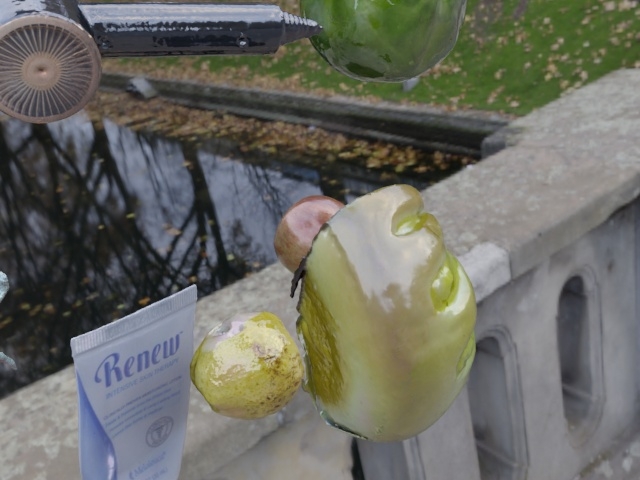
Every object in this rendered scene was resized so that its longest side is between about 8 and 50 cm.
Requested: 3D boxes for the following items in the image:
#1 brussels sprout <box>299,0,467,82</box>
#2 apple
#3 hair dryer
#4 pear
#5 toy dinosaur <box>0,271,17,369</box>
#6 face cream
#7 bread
[{"bbox_3d":[0.110,-0.443,1.275,0.282,0.354,0.289,-4,-19,44],"label":"brussels sprout"},{"bbox_3d":[0.000,0.000,1.580,0.174,0.188,0.188,37,46,19],"label":"apple"},{"bbox_3d":[-0.165,-0.218,0.736,0.352,0.107,0.189,-8,44,-27],"label":"hair dryer"},{"bbox_3d":[-0.114,0.192,1.116,0.178,0.178,0.178,-10,25,5],"label":"pear"},{"bbox_3d":[-0.453,0.119,0.916,0.053,0.242,0.167,14,46,14],"label":"toy dinosaur"},{"bbox_3d":[-0.305,0.286,1.206,0.137,0.420,0.235,28,34,33],"label":"face cream"},{"bbox_3d":[0.072,0.086,0.659,0.158,0.260,0.156,-21,59,-23],"label":"bread"}]
